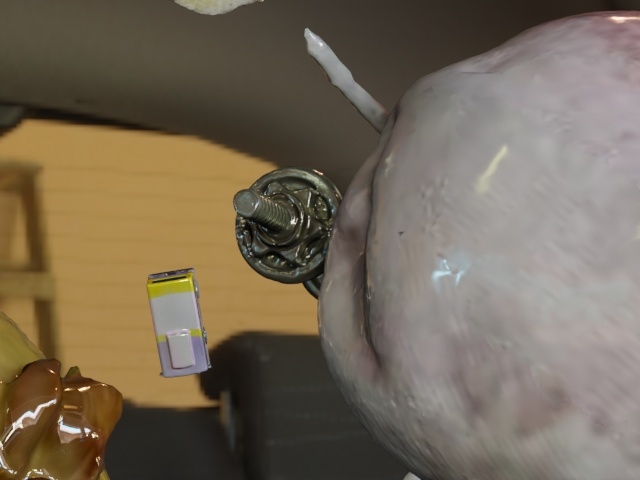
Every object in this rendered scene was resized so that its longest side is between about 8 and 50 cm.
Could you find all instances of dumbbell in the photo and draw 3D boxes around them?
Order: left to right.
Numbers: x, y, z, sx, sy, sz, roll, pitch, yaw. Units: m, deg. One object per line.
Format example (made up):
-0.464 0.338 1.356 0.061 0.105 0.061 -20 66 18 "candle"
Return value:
0.000 0.000 0.979 0.081 0.082 0.254 -3 -12 21 "dumbbell"

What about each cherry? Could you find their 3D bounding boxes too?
0.162 0.029 0.836 0.326 0.335 0.291 -25 -46 2 "cherry"

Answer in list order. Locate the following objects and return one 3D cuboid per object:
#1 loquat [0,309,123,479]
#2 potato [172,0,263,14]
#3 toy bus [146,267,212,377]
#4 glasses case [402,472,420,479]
-0.191 0.134 0.550 0.274 0.275 0.275 -1 -7 0 "loquat"
-0.137 -0.441 1.787 0.239 0.116 0.299 -23 -49 -1 "potato"
-0.137 0.083 1.386 0.052 0.102 0.058 -9 10 -1 "toy bus"
0.086 0.351 1.353 0.113 0.297 0.075 15 -18 29 "glasses case"
